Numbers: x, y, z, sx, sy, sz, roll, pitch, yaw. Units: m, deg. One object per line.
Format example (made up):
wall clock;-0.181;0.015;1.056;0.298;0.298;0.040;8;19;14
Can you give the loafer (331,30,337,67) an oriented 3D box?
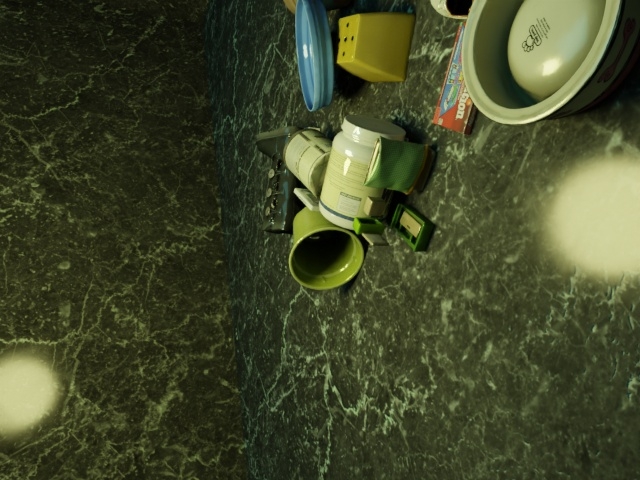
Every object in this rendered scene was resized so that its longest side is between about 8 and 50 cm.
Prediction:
loafer;0.051;-0.754;2.012;0.366;0.130;0.134;19;105;62

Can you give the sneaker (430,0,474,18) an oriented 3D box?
sneaker;0.364;-0.658;1.412;0.290;0.123;0.106;-129;45;-53

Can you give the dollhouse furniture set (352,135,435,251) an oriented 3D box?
dollhouse furniture set;0.238;-0.133;1.547;0.151;0.197;0.302;54;135;52

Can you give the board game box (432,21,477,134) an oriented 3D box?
board game box;0.398;-0.446;1.439;0.145;0.027;0.281;42;126;54

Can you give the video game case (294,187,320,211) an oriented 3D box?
video game case;0.016;-0.149;1.986;0.173;0.190;0.022;50;128;52

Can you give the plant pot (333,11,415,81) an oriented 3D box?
plant pot;0.161;-0.648;1.732;0.212;0.187;0.212;30;115;60

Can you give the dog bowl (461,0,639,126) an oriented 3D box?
dog bowl;0.495;-0.444;1.117;0.408;0.150;0.408;-2;88;62

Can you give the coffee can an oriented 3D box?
coffee can;-0.004;-0.295;2.019;0.275;0.201;0.202;50;132;52

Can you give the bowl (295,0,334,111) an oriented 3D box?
bowl;-0.022;-0.666;1.880;0.391;0.077;0.391;171;90;-83

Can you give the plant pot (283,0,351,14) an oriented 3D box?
plant pot;0.011;-0.986;2.015;0.229;0.263;0.263;32;119;39

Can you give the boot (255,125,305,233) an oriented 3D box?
boot;-0.194;-0.250;2.307;0.367;0.146;0.445;2;90;64

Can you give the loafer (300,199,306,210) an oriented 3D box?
loafer;-0.061;-0.145;2.254;0.220;0.080;0.078;23;109;61

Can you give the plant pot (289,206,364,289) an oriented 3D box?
plant pot;0.000;0.000;1.972;0.254;0.276;0.276;-109;32;-54

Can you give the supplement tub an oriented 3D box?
supplement tub;0.137;-0.219;1.699;0.235;0.235;0.325;51;135;51

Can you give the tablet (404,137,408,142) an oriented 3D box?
tablet;0.261;-0.310;1.719;0.083;0.006;0.054;24;110;60

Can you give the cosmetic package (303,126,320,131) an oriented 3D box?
cosmetic package;-0.082;-0.445;2.332;0.239;0.060;0.099;12;100;62
